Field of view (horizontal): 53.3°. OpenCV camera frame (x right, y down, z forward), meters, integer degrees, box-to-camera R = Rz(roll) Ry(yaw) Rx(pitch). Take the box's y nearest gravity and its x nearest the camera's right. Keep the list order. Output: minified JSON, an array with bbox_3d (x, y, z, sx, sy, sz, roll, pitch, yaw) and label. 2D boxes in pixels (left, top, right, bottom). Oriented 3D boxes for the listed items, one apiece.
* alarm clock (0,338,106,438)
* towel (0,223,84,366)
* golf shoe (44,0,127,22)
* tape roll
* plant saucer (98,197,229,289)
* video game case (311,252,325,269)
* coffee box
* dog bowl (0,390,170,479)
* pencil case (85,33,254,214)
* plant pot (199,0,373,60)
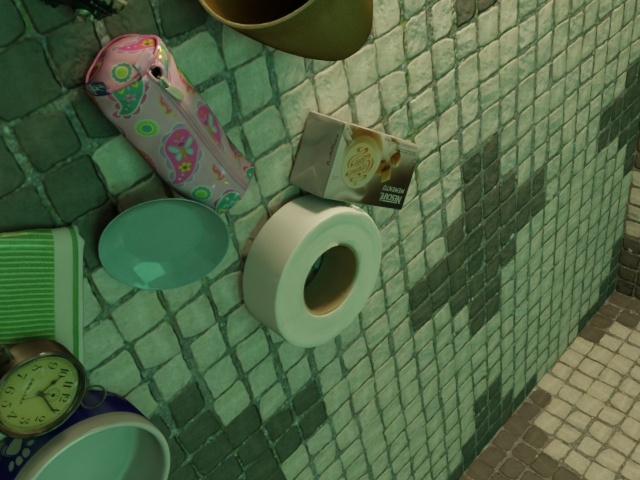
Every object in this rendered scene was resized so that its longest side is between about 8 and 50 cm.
[{"bbox_3d":[-0.382,0.206,0.888,0.192,0.064,0.129,30,87,-47],"label":"alarm clock"},{"bbox_3d":[-0.466,0.110,0.828,0.324,0.038,0.248,-12,119,-43],"label":"towel"},{"bbox_3d":[-0.327,-0.351,0.694,0.272,0.105,0.120,22,76,-55],"label":"golf shoe"},{"bbox_3d":[-0.010,0.057,1.225,0.286,0.100,0.286,-25,127,-37],"label":"tape roll"},{"bbox_3d":[-0.237,-0.002,0.973,0.194,0.037,0.195,-12,139,-11],"label":"plant saucer"},{"bbox_3d":[0.000,0.000,1.295,0.166,0.015,0.119,17,98,-51],"label":"video game case"},{"bbox_3d":[0.072,-0.148,1.226,0.246,0.098,0.141,6,106,-49],"label":"coffee box"},{"bbox_3d":[-0.379,0.379,1.016,0.264,0.104,0.265,-25,128,-37],"label":"dog bowl"},{"bbox_3d":[-0.203,-0.157,0.902,0.124,0.124,0.284,-51,140,-15],"label":"pencil case"},{"bbox_3d":[-0.017,-0.367,0.930,0.237,0.237,0.254,-66,154,3],"label":"plant pot"}]
